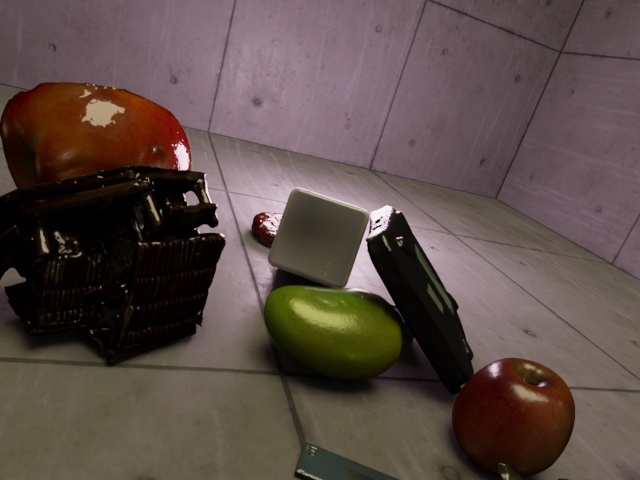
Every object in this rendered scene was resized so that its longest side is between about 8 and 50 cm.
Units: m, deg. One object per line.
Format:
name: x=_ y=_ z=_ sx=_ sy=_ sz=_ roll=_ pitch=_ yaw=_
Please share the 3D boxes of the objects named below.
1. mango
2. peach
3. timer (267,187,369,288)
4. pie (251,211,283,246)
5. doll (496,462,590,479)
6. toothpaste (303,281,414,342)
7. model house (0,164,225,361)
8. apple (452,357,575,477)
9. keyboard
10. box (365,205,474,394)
mango: x=0.032 y=0.170 z=0.866 sx=0.273 sy=0.149 sz=0.185 roll=8 pitch=35 yaw=-30
peach: x=-0.509 y=-0.171 z=1.093 sx=0.335 sy=0.309 sz=0.406 roll=-14 pitch=-15 yaw=36
timer: x=0.000 y=0.000 z=1.151 sx=0.193 sy=0.194 sz=0.195 roll=19 pitch=-4 yaw=4
pie: x=-0.107 y=-0.024 z=1.413 sx=0.205 sy=0.053 sz=0.218 roll=9 pitch=24 yaw=-23
doll: x=0.315 y=0.405 z=0.591 sx=0.203 sy=0.091 sz=0.286 roll=13 pitch=19 yaw=21
toothpaste: x=0.085 y=0.164 z=1.074 sx=0.273 sy=0.053 sz=0.066 roll=16 pitch=24 yaw=-4
model house: x=-0.339 y=0.049 z=0.761 sx=0.317 sy=0.297 sz=0.282 roll=-2 pitch=71 yaw=-53
apple: x=0.313 y=0.287 z=0.770 sx=0.181 sy=0.168 sz=0.181 roll=10 pitch=24 yaw=-5
keyboard: x=0.053 y=0.334 z=0.650 sx=0.176 sy=0.014 sz=0.055 roll=19 pitch=21 yaw=5
box: x=0.209 y=0.103 z=1.000 sx=0.359 sy=0.091 sz=0.350 roll=57 pitch=15 yaw=-9
